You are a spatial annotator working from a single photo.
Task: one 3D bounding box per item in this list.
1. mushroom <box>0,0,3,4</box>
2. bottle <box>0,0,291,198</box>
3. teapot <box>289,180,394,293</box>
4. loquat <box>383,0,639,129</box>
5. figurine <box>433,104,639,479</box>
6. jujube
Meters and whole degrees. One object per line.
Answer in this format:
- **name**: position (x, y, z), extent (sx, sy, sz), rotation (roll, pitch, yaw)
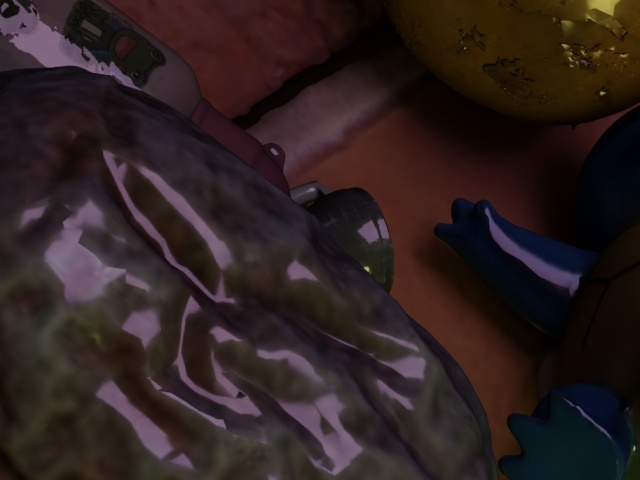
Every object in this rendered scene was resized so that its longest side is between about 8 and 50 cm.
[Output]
- **mushroom**: position (-0.204, -0.116, 0.745), extent (0.128, 0.350, 0.128), rotation (47, 3, -3)
- **bottle**: position (-0.130, -0.065, 0.883), extent (0.253, 0.120, 0.120), rotation (37, 45, -9)
- **teapot**: position (0.000, 0.000, 0.981), extent (0.057, 0.066, 0.088), rotation (-12, 45, -23)
- **loquat**: position (0.147, -0.186, 1.095), extent (0.235, 0.235, 0.235), rotation (19, 51, -25)
- **figurine**: position (0.235, 0.067, 0.995), extent (0.243, 0.298, 0.416), rotation (46, 34, -53)
- **jujube**: position (-0.073, 0.076, 0.759), extent (0.317, 0.226, 0.226), rotation (42, 44, -12)
